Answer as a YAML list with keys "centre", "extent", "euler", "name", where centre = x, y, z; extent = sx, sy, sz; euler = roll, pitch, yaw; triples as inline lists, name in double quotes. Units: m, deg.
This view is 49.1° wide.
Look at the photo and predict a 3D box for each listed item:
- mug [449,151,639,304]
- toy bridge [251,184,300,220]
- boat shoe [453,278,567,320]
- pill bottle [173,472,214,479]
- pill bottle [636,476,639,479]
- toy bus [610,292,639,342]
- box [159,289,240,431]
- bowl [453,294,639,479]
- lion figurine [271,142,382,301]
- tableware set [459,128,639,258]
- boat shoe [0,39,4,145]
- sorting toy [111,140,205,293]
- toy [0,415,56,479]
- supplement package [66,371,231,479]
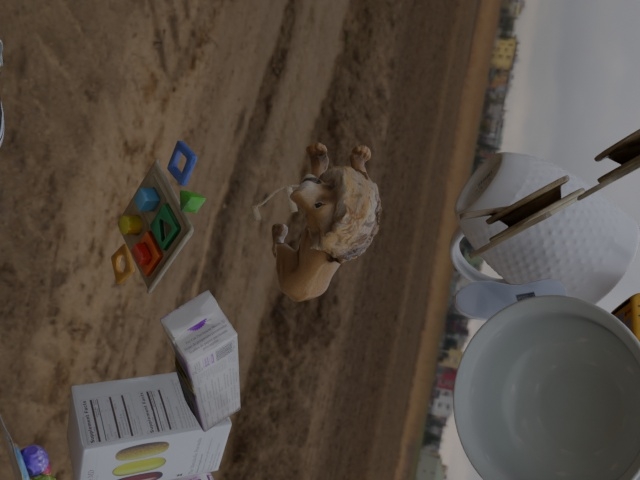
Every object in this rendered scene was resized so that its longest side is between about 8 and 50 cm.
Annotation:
- centre: [0.450, -0.008, 1.577]
  extent: [0.374, 0.328, 0.276]
  euler: [-46, -168, 46]
  name: "mug"
- centre: [-0.066, -0.095, 1.597]
  extent: [0.026, 0.188, 0.063]
  euler: [-49, 126, -85]
  name: "toy bridge"
- centre: [0.362, 0.117, 1.366]
  extent: [0.076, 0.228, 0.080]
  euler: [115, -35, -68]
  name: "boat shoe"
- centre: [-0.311, 0.752, 1.811]
  extent: [0.301, 0.169, 0.169]
  euler: [60, -5, 24]
  name: "pill bottle"
- centre: [0.650, 0.460, 1.338]
  extent: [0.131, 0.229, 0.131]
  euler: [7, 90, -73]
  name: "pill bottle"
- centre: [0.750, 0.183, 1.374]
  extent: [0.108, 0.332, 0.130]
  euler: [101, -1, -61]
  name: "toy bus"
- centre: [-0.143, 0.163, 0.877]
  extent: [0.067, 0.063, 0.324]
  euler: [-30, 159, -18]
  name: "box"
- centre: [0.351, 0.234, 1.003]
  extent: [0.134, 0.298, 0.298]
  euler: [19, 79, -44]
  name: "bowl"
- centre: [0.000, 0.000, 1.116]
  extent: [0.392, 0.142, 0.240]
  euler: [107, -13, -52]
  name: "lion figurine"
- centre: [0.202, -0.054, 0.541]
  extent: [0.128, 0.194, 0.039]
  euler: [-22, 80, -45]
  name: "tableware set"
- centre: [-0.483, -0.257, 0.942]
  extent: [0.113, 0.105, 0.306]
  euler: [4, 61, -46]
  name: "boat shoe"
- centre: [-0.322, -0.026, 1.303]
  extent: [0.047, 0.196, 0.348]
  euler: [2, 138, -44]
  name: "sorting toy"
- centre: [-0.424, 0.361, 1.042]
  extent: [0.056, 0.137, 0.237]
  euler: [-16, 132, -32]
  name: "toy"
- centre: [-0.298, 0.326, 1.205]
  extent: [0.134, 0.244, 0.139]
  euler: [57, -40, 43]
  name: "supplement package"
